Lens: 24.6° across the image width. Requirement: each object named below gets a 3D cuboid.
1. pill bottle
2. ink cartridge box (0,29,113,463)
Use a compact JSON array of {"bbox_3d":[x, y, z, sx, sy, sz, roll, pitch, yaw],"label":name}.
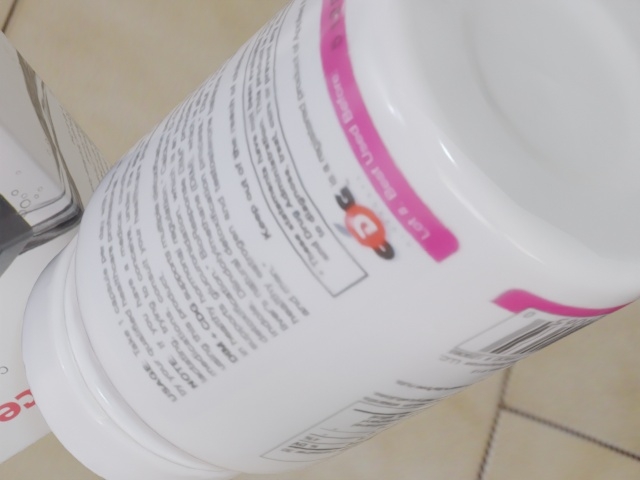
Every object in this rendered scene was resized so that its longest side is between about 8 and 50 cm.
[{"bbox_3d":[0.000,0.000,0.597,0.160,0.283,0.160,20,54,-31],"label":"pill bottle"},{"bbox_3d":[-0.238,-0.013,0.729,0.223,0.307,0.129,-32,44,4],"label":"ink cartridge box"}]
